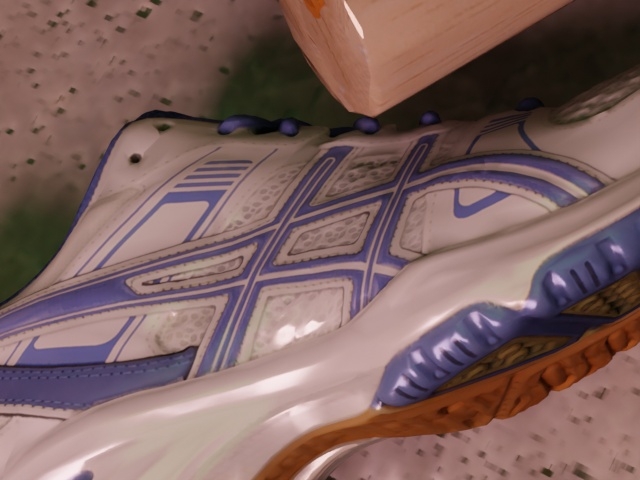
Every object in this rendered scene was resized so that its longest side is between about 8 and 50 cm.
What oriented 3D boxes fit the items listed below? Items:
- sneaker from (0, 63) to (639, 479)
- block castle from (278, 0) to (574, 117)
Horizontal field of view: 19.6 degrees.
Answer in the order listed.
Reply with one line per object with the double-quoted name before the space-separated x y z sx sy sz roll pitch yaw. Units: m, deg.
"sneaker" 0.000 0.000 0.520 0.296 0.112 0.131 -29 70 2
"block castle" -0.019 -0.277 0.459 0.213 0.303 0.453 -30 54 -7
